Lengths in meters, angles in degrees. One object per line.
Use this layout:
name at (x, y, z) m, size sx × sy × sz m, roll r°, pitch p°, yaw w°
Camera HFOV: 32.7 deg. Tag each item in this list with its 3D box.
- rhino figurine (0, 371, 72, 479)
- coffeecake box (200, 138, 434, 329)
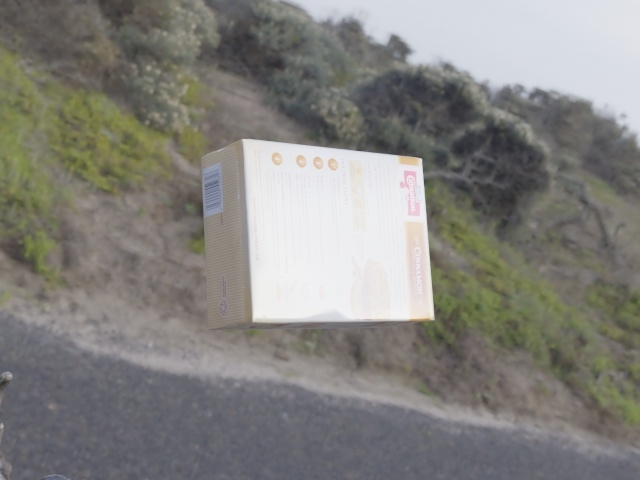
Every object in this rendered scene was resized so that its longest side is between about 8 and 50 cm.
rhino figurine at (-0.169, 0.176, 0.475) m, size 0.073 × 0.243 × 0.106 m, roll 23°, pitch -12°, yaw -38°
coffeecake box at (0.000, 0.000, 0.898) m, size 0.185 × 0.142 × 0.068 m, roll 3°, pitch -11°, yaw -37°
